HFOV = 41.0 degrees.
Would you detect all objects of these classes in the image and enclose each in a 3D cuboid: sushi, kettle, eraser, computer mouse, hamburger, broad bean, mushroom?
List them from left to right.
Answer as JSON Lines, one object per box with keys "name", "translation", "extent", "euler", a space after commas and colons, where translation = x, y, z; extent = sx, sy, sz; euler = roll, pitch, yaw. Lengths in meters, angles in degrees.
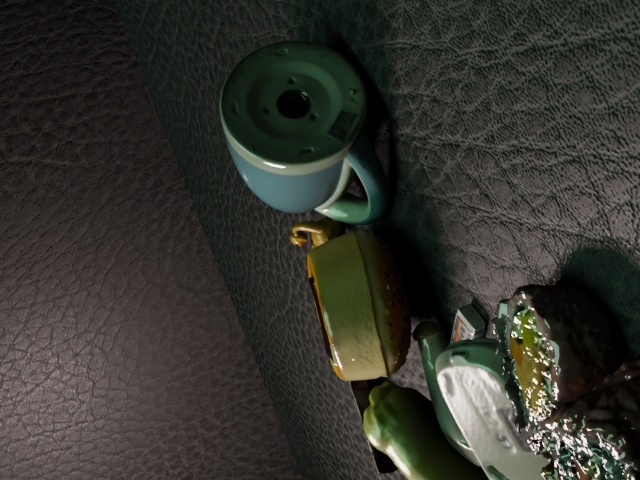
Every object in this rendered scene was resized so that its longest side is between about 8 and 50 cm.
{"name": "kettle", "translation": [-0.015, -0.147, 1.563], "extent": [0.319, 0.247, 0.342], "euler": [33, 161, 14]}
{"name": "hamburger", "translation": [0.079, 0.120, 1.618], "extent": [0.300, 0.176, 0.300], "euler": [168, 90, -87]}
{"name": "sushi", "translation": [0.138, 0.450, 2.073], "extent": [0.320, 0.068, 0.339], "euler": [74, 178, -48]}
{"name": "broad bean", "translation": [0.197, 0.379, 1.586], "extent": [0.291, 0.119, 0.238], "euler": [39, -163, -24]}
{"name": "mushroom", "translation": [0.238, 0.271, 1.528], "extent": [0.118, 0.103, 0.270], "euler": [91, 156, -53]}
{"name": "eraser", "translation": [0.251, 0.163, 1.461], "extent": [0.052, 0.029, 0.122], "euler": [54, 158, 33]}
{"name": "computer mouse", "translation": [0.303, 0.283, 1.304], "extent": [0.197, 0.095, 0.331], "euler": [-14, 111, 47]}
{"name": "sushi", "translation": [0.319, 0.172, 1.128], "extent": [0.161, 0.107, 0.241], "euler": [156, 104, -74]}
{"name": "sushi", "translation": [0.393, 0.272, 0.972], "extent": [0.270, 0.170, 0.236], "euler": [59, 161, 15]}

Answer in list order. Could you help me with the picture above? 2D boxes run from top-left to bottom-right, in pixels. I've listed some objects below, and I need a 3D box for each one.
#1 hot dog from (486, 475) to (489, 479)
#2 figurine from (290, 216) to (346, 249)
{"name": "hot dog", "translation": [0.311, 0.467, 1.672], "extent": [0.090, 0.030, 0.034], "euler": [29, 141, 63]}
{"name": "figurine", "translation": [-0.004, 0.000, 1.836], "extent": [0.176, 0.122, 0.121], "euler": [94, -179, -68]}
